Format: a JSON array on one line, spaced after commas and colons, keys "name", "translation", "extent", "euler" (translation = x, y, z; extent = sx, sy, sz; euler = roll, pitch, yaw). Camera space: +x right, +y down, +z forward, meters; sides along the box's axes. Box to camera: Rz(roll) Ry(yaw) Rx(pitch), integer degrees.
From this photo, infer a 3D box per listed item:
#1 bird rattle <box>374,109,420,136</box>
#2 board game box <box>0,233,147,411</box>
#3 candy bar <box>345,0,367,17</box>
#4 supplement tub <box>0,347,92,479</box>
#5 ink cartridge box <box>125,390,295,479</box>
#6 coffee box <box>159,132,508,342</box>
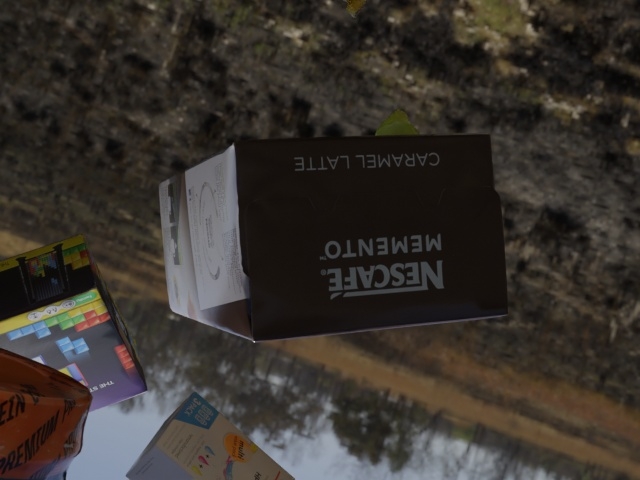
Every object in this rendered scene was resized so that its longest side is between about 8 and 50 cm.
[{"name": "bird rattle", "translation": [0.000, 0.000, 0.859], "extent": [0.253, 0.207, 0.143], "euler": [-16, 120, 26]}, {"name": "board game box", "translation": [-0.213, 0.078, 0.632], "extent": [0.170, 0.048, 0.141], "euler": [-19, 144, -7]}, {"name": "candy bar", "translation": [-0.022, -0.213, 0.642], "extent": [0.161, 0.040, 0.018], "euler": [43, -155, 8]}, {"name": "supplement tub", "translation": [-0.207, 0.186, 0.358], "extent": [0.194, 0.316, 0.193], "euler": [17, 175, 2]}, {"name": "ink cartridge box", "translation": [-0.095, 0.254, 0.988], "extent": [0.181, 0.061, 0.104], "euler": [42, -153, -4]}, {"name": "coffee box", "translation": [-0.009, -0.002, 0.588], "extent": [0.141, 0.098, 0.246], "euler": [-5, 180, -17]}]
